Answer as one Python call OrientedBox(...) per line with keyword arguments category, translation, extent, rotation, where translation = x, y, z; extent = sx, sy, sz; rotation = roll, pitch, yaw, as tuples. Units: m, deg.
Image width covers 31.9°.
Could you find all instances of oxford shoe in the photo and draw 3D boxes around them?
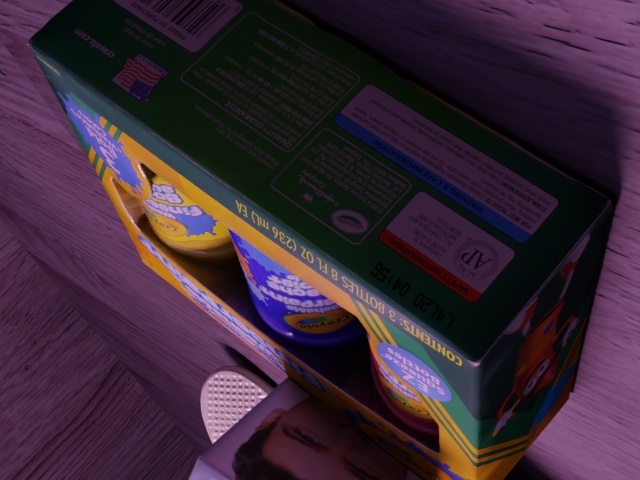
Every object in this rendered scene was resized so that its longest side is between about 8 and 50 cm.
OrientedBox(category="oxford shoe", translation=(-0.041, 0.399, 1.997), extent=(0.449, 0.169, 0.130), rotation=(46, -162, -3))

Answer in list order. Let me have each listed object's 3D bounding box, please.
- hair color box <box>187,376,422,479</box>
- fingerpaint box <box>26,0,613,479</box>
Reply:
OrientedBox(category="hair color box", translation=(0.023, 0.224, 1.106), extent=(0.185, 0.374, 0.114), rotation=(31, 115, 12))
OrientedBox(category="fingerpaint box", translation=(0.000, 0.000, 0.962), extent=(0.444, 0.163, 0.371), rotation=(35, 161, 22))
